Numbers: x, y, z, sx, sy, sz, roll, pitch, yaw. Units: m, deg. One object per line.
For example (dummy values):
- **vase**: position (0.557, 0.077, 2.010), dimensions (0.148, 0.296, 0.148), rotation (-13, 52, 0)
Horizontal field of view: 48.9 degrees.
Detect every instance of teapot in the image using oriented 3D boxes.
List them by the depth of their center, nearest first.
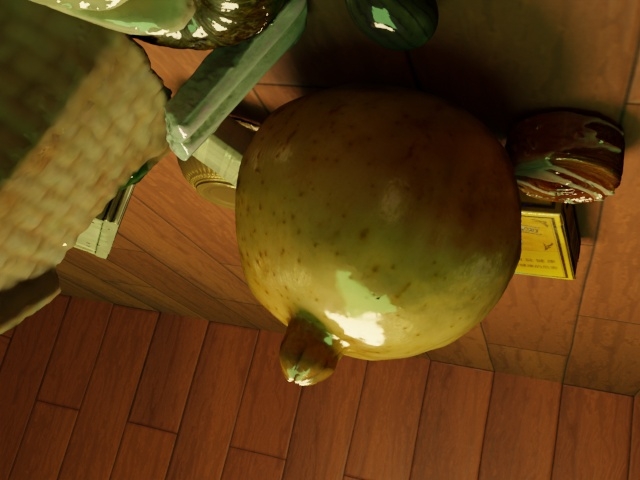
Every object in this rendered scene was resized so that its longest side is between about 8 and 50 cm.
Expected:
- **teapot**: position (-0.122, -0.140, 1.095), dimensions (0.200, 0.107, 0.077), rotation (36, 136, -6)

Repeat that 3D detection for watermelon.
- **watermelon**: position (0.071, -0.237, 0.713), dimensions (0.110, 0.078, 0.078), rotation (25, 159, -32)

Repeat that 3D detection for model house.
- **model house**: position (-0.438, -0.114, 0.714), dimensions (0.445, 0.400, 0.395), rotation (33, 169, 3)

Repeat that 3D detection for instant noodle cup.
- **instant noodle cup**: position (-0.150, -0.115, 1.241), dimensions (0.274, 0.091, 0.274), rotation (12, 163, 4)

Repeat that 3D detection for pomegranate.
- **pomegranate**: position (0.059, 0.001, 0.904), dimensions (0.410, 0.410, 0.410), rotation (12, 163, 4)

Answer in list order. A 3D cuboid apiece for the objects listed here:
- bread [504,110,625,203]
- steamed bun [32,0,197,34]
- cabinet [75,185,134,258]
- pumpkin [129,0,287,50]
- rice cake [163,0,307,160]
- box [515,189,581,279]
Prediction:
- **bread**: position (0.320, -0.109, 0.934), dimensions (0.160, 0.073, 0.160), rotation (13, 166, 3)
- **steamed bun**: position (-0.166, -0.286, 0.400), dimensions (0.207, 0.280, 0.268), rotation (15, 163, 25)
- **cabinet**: position (-0.454, -0.148, 1.145), dimensions (0.318, 0.227, 0.290), rotation (21, 162, -14)
- **pumpkin**: position (-0.135, -0.267, 0.633), dimensions (0.238, 0.159, 0.238), rotation (12, 159, 5)
- **rice cake**: position (-0.088, -0.188, 0.758), dimensions (0.040, 0.226, 0.085), rotation (37, 168, 9)
- **box**: position (0.319, -0.027, 1.170), dimensions (0.193, 0.084, 0.301), rotation (5, 161, 26)
